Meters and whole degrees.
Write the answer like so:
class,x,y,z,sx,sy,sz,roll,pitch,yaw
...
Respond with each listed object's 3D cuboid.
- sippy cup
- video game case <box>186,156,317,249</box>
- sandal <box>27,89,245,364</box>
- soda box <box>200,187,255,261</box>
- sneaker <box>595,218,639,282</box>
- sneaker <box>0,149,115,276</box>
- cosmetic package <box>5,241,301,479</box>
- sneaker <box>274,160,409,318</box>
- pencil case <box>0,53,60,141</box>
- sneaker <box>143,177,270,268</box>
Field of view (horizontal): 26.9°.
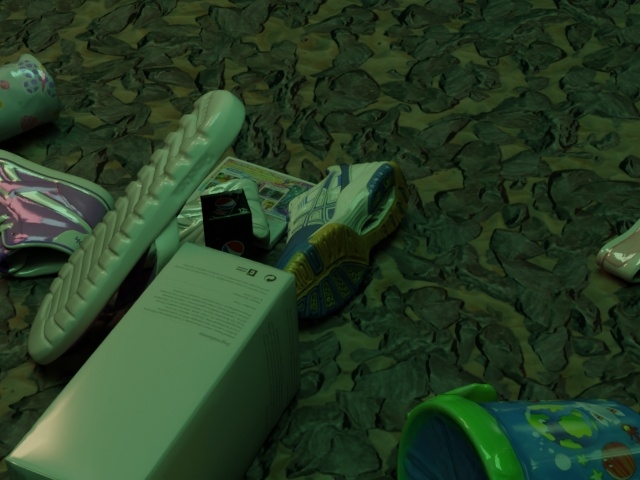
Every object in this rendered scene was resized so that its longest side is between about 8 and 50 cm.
class,x,y,z,sx,sy,sz,roll,pitch,yaw
sippy cup,0.227,0.260,1.376,0.224,0.240,0.305,-8,65,-23
video game case,-0.102,-0.055,1.889,0.157,0.019,0.143,19,44,23
sandal,-0.208,0.007,1.615,0.102,0.416,0.169,34,16,-21
soda box,-0.114,0.019,1.688,0.060,0.168,0.053,-10,41,-10
sneaker,0.433,0.012,1.772,0.134,0.051,0.070,-32,51,-26
sneaker,-0.438,-0.035,1.817,0.282,0.102,0.161,12,46,15
cosmetic package,-0.165,0.196,1.468,0.155,0.197,0.365,17,43,20
sneaker,0.000,0.000,1.779,0.131,0.111,0.296,5,36,35
pencil case,-0.520,-0.177,1.975,0.273,0.113,0.124,-30,5,-28
sneaker,-0.172,0.005,1.773,0.232,0.090,0.115,-23,67,-8
